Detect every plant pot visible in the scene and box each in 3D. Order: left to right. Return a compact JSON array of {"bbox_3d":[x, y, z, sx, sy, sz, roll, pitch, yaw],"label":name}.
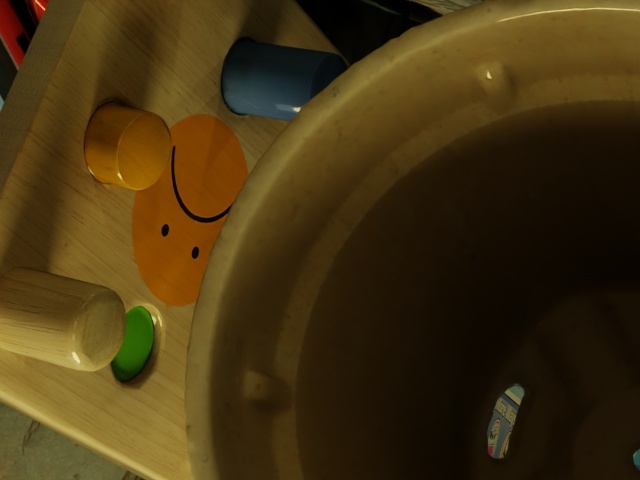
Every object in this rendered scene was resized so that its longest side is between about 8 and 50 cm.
[{"bbox_3d":[0.144,0.091,0.804,0.333,0.334,0.305,18,171,22],"label":"plant pot"}]

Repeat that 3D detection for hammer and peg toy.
[{"bbox_3d":[-0.047,-0.004,0.855,0.127,0.266,0.361,11,163,32],"label":"hammer and peg toy"}]

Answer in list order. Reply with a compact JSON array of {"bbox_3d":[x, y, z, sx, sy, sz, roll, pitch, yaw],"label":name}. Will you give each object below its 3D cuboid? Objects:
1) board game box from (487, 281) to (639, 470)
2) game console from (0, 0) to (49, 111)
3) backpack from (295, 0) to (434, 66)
[{"bbox_3d":[0.209,0.055,1.129,0.086,0.302,0.308,17,-178,-4],"label":"board game box"},{"bbox_3d":[-0.235,-0.071,1.078,0.342,0.060,0.387,5,127,51],"label":"game console"},{"bbox_3d":[-0.020,-0.066,1.035,0.166,0.188,0.144,15,177,-42],"label":"backpack"}]
